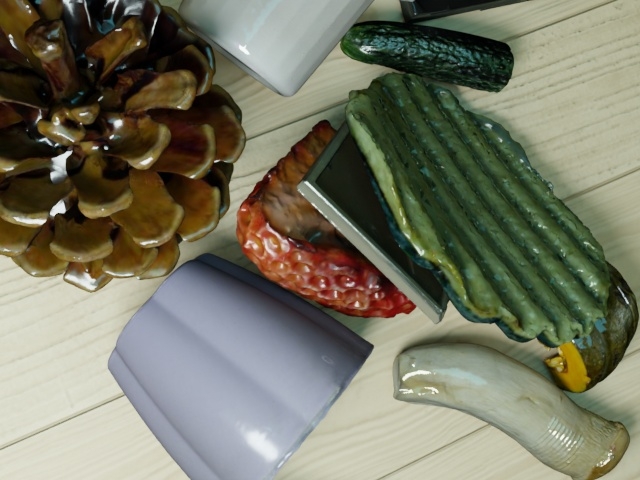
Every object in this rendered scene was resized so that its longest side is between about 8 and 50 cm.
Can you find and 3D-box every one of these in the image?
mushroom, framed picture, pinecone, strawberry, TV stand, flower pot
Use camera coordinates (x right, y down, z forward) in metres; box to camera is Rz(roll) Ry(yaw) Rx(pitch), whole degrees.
[{"bbox_3d":[0.262,0.228,1.228,0.351,0.095,0.122,25,99,-9],"label":"mushroom"},{"bbox_3d":[0.106,-0.063,1.134,0.232,0.024,0.315,45,34,-9],"label":"framed picture"},{"bbox_3d":[-0.248,-0.136,0.978,0.385,0.384,0.384,1,86,-14],"label":"pinecone"},{"bbox_3d":[0.014,0.010,1.110,0.253,0.150,0.280,47,37,-5],"label":"strawberry"},{"bbox_3d":[0.238,-0.359,1.282,0.257,0.040,0.048,-14,90,-14],"label":"TV stand"},{"bbox_3d":[-0.110,0.158,1.069,0.243,0.265,0.265,37,79,3],"label":"flower pot"}]

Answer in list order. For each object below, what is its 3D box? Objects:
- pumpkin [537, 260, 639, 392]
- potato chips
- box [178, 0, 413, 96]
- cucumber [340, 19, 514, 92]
[{"bbox_3d":[0.348,0.081,1.239,0.131,0.126,0.248,-34,94,-15],"label":"pumpkin"},{"bbox_3d":[0.197,-0.050,1.127,0.358,0.070,0.429,-20,72,-49],"label":"potato chips"},{"bbox_3d":[-0.052,-0.308,1.094,0.262,0.291,0.206,36,94,14],"label":"box"},{"bbox_3d":[0.144,-0.261,1.237,0.242,0.074,0.074,9,84,-13],"label":"cucumber"}]
